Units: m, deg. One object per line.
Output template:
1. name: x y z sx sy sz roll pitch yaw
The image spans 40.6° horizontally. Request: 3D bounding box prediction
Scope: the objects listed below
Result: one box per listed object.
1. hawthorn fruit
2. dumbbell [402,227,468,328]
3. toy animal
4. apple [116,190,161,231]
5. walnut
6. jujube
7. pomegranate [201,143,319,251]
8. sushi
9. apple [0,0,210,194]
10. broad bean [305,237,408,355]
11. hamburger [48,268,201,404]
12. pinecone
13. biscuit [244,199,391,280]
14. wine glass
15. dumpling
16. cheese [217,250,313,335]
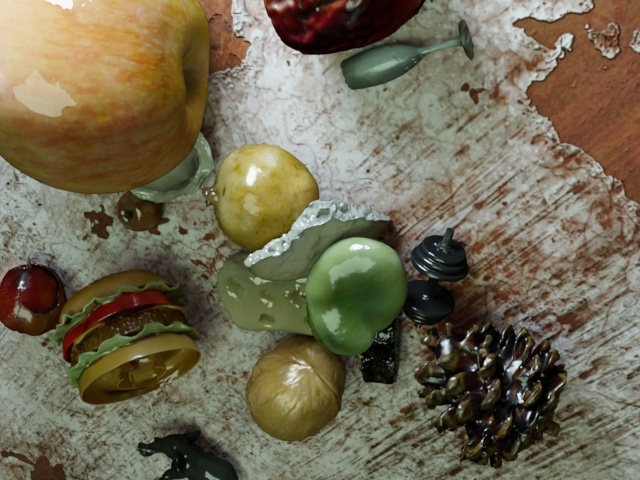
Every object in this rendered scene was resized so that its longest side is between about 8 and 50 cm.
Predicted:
1. hawthorn fruit: -0.603 0.114 1.808 0.148 0.148 0.172 11 104 18
2. dumbbell: 0.190 0.067 1.452 0.099 0.099 0.208 21 125 11
3. toy animal: -0.290 0.501 1.932 0.245 0.114 0.146 25 136 -19
4. apple: -0.341 -0.058 1.627 0.084 0.071 0.084 8 114 18
5. walnut: -0.043 0.277 1.620 0.193 0.193 0.225 36 142 0
6. jujube: 0.036 -0.360 1.215 0.243 0.183 0.183 -18 111 30
7. pomegranate: -0.106 -0.071 1.449 0.196 0.196 0.196 11 123 17
8. sushi: 0.107 0.193 1.573 0.078 0.090 0.150 4 126 12
9. apple: -0.348 -0.267 1.320 0.347 0.391 0.391 3 122 0
10. broad bean: 0.053 0.090 1.441 0.169 0.100 0.228 30 116 -12
11. hamburger: -0.378 0.173 1.672 0.274 0.274 0.212 -41 62 36
12. pinecone: 0.279 0.253 1.447 0.257 0.243 0.243 14 124 29
13. biscuit: 0.000 0.000 1.429 0.188 0.265 0.040 90 156 -57
14. wine glass: 0.128 -0.272 1.298 0.198 0.066 0.066 -12 114 29
15. dumpling: -0.263 -0.134 1.532 0.127 0.108 0.188 34 116 -30
16. cheese: -0.062 0.098 1.586 0.263 0.093 0.159 5 119 21
